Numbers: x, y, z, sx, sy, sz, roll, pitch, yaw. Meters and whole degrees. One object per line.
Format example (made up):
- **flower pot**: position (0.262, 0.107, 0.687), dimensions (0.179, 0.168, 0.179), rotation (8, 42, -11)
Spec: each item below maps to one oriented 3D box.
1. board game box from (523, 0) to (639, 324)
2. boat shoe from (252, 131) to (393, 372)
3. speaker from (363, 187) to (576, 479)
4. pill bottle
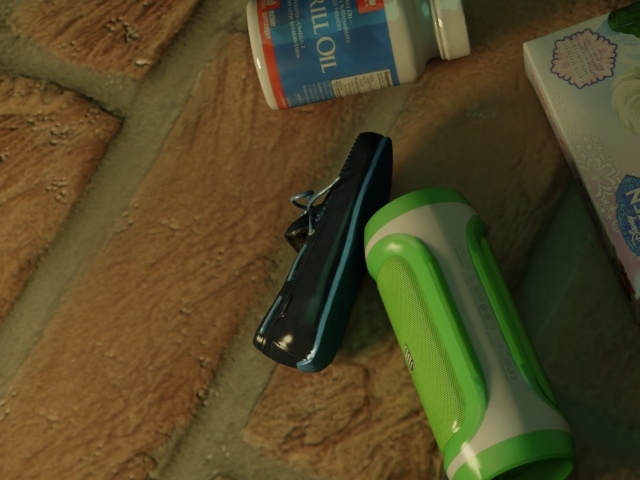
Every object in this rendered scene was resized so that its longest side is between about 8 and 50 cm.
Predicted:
- **board game box**: position (0.405, -0.113, 1.762), dimensions (0.318, 0.066, 0.319), rotation (-20, 61, 0)
- **boat shoe**: position (0.000, 0.000, 1.762), dimensions (0.089, 0.109, 0.258), rotation (13, 64, 21)
- **speaker**: position (0.138, 0.100, 1.671), dimensions (0.131, 0.131, 0.296), rotation (-20, 61, 0)
- **pill bottle**: position (0.042, -0.218, 1.852), dimensions (0.221, 0.124, 0.124), rotation (-12, 62, 5)
